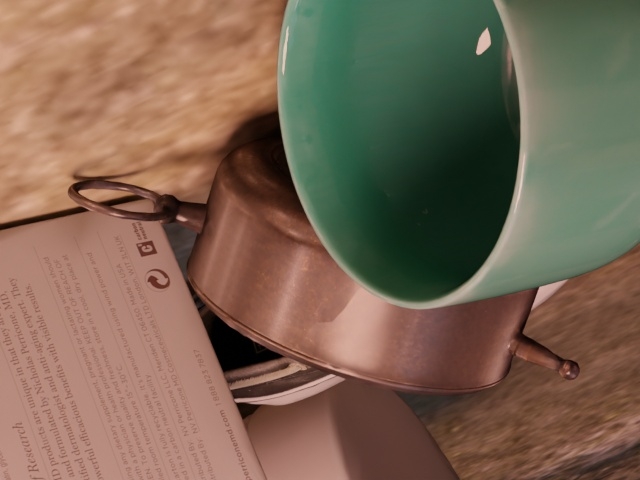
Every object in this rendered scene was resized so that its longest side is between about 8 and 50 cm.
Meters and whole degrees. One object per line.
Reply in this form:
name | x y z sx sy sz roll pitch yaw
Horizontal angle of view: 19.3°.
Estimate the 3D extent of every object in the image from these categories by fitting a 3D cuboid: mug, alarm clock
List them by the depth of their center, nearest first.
mug | 0.068 -0.053 0.604 0.097 0.129 0.158 -10 167 -34
alarm clock | 0.000 0.000 0.706 0.192 0.129 0.064 11 109 -11

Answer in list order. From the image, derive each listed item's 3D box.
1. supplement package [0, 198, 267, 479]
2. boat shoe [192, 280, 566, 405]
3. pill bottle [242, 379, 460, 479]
supplement package | -0.167 0.094 0.714 0.244 0.134 0.139 -14 158 -26
boat shoe | 0.027 0.015 0.819 0.219 0.078 0.070 -32 160 25
pill bottle | -0.106 0.239 1.026 0.392 0.224 0.224 -30 160 15
